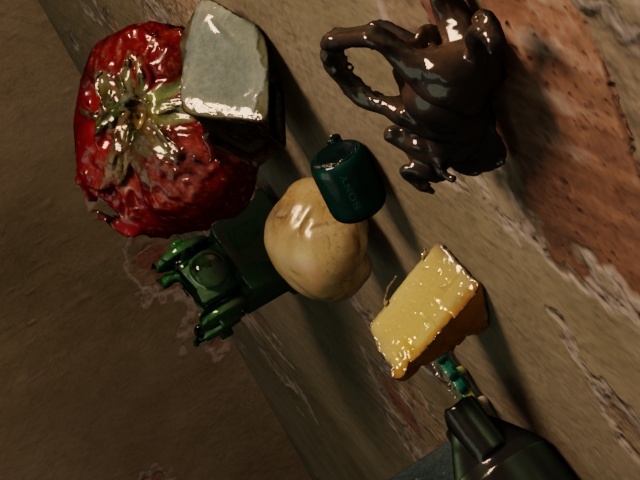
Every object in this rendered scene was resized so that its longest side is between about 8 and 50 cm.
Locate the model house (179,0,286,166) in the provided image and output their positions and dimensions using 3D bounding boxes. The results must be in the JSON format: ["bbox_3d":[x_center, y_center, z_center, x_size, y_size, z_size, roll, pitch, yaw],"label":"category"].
[{"bbox_3d":[-0.084,-0.166,1.452,0.152,0.106,0.165,53,-145,-63],"label":"model house"}]

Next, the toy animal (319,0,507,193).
[{"bbox_3d":[0.079,-0.118,0.909,0.148,0.084,0.232,38,160,8],"label":"toy animal"}]

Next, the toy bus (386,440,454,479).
[{"bbox_3d":[0.110,0.362,1.456,0.194,0.323,0.162,62,169,-13],"label":"toy bus"}]

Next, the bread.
[{"bbox_3d":[0.093,0.066,1.260,0.084,0.109,0.080,55,173,37],"label":"bread"}]

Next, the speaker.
[{"bbox_3d":[0.021,-0.064,1.321,0.094,0.060,0.075,39,158,60],"label":"speaker"}]

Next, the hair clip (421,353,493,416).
[{"bbox_3d":[0.139,0.147,1.457,0.173,0.049,0.049,49,167,15],"label":"hair clip"}]

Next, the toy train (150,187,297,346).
[{"bbox_3d":[-0.131,0.048,1.940,0.145,0.202,0.266,57,169,7],"label":"toy train"}]

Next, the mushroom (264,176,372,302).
[{"bbox_3d":[0.000,0.000,1.463,0.148,0.112,0.148,52,166,19],"label":"mushroom"}]

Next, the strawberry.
[{"bbox_3d":[-0.181,-0.132,1.662,0.274,0.274,0.220,55,-154,14],"label":"strawberry"}]

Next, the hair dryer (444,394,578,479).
[{"bbox_3d":[0.133,0.325,1.314,0.244,0.302,0.116,52,-175,24],"label":"hair dryer"}]
